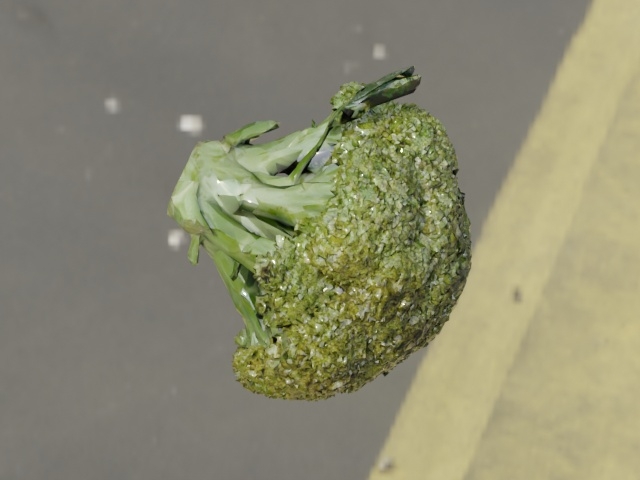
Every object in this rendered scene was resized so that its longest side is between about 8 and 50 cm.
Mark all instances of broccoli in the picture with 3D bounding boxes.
[{"bbox_3d":[0.000,0.000,0.770,0.120,0.131,0.130,22,77,0],"label":"broccoli"}]
